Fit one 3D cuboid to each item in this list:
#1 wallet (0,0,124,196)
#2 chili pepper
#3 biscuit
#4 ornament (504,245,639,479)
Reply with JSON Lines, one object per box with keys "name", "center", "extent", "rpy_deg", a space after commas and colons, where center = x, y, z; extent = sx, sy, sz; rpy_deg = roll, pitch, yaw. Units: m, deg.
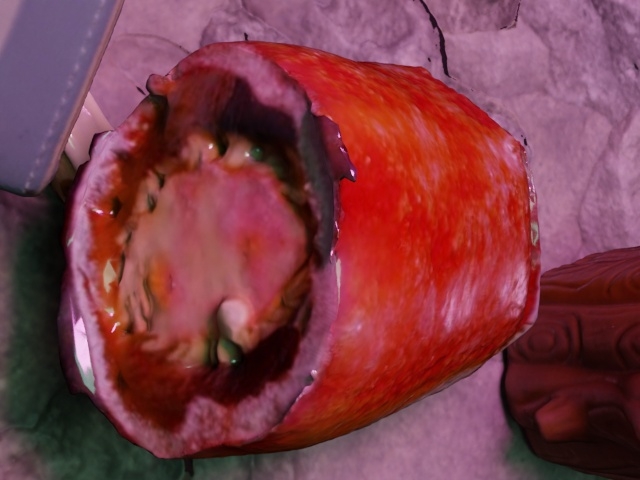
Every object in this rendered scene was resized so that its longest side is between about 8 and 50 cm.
{"name": "wallet", "center": [-0.288, -0.195, 0.829], "extent": [0.360, 0.083, 0.252], "rpy_deg": [21, 101, -19]}
{"name": "chili pepper", "center": [0.000, 0.000, 0.936], "extent": [0.305, 0.229, 0.251], "rpy_deg": [-11, 95, -59]}
{"name": "biscuit", "center": [-0.158, -0.058, 0.958], "extent": [0.052, 0.056, 0.188], "rpy_deg": [-37, 103, -23]}
{"name": "ornament", "center": [0.263, 0.102, 1.076], "extent": [0.221, 0.217, 0.235], "rpy_deg": [-33, 103, -25]}
